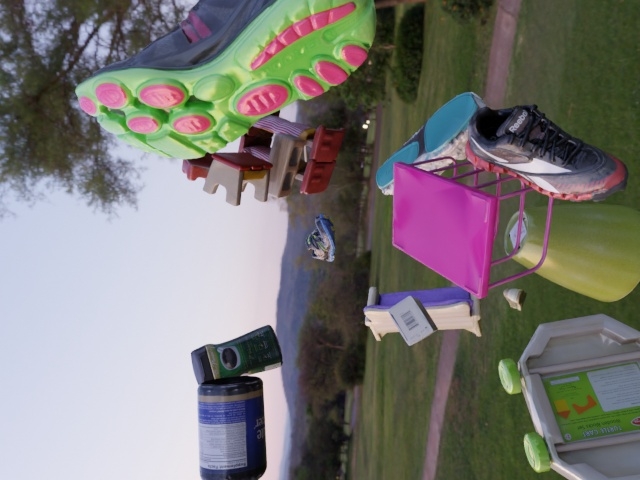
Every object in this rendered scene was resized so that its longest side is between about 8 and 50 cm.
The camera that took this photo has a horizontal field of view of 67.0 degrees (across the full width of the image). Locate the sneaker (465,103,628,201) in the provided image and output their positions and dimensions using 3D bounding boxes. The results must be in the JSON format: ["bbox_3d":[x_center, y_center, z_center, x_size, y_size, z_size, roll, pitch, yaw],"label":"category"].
[{"bbox_3d":[0.359,-0.151,0.798,0.098,0.276,0.135,-52,-37,-10],"label":"sneaker"}]

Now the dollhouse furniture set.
[{"bbox_3d":[-0.124,-0.191,0.979,0.374,0.201,0.152,-19,-50,-62],"label":"dollhouse furniture set"}]

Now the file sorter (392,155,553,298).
[{"bbox_3d":[0.310,-0.052,1.024,0.290,0.182,0.202,38,137,55],"label":"file sorter"}]

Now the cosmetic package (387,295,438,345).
[{"bbox_3d":[0.138,0.118,0.714,0.060,0.041,0.115,59,-170,18],"label":"cosmetic package"}]

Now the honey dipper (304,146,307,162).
[{"bbox_3d":[-0.049,-0.277,1.634,0.030,0.030,0.161,-90,-4,-77],"label":"honey dipper"}]

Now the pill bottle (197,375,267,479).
[{"bbox_3d":[-0.159,0.366,0.876,0.123,0.122,0.220,103,163,-82],"label":"pill bottle"}]

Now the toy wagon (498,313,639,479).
[{"bbox_3d":[0.442,0.283,0.733,0.068,0.266,0.345,73,-173,-56],"label":"toy wagon"}]

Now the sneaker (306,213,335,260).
[{"bbox_3d":[0.000,0.000,1.250,0.188,0.078,0.067,87,-178,-59],"label":"sneaker"}]

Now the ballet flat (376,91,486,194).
[{"bbox_3d":[0.302,-0.236,1.257,0.409,0.146,0.147,-35,45,55],"label":"ballet flat"}]

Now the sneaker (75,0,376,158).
[{"bbox_3d":[-0.147,-0.273,0.734,0.185,0.482,0.202,56,-155,-48],"label":"sneaker"}]

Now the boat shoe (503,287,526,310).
[{"bbox_3d":[0.566,0.168,1.409,0.153,0.048,0.056,26,-98,-59],"label":"boat shoe"}]

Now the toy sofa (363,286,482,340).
[{"bbox_3d":[0.327,0.208,1.554,0.150,0.362,0.177,-76,-32,-42],"label":"toy sofa"}]

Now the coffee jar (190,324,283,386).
[{"bbox_3d":[-0.179,0.252,1.033,0.079,0.184,0.096,118,135,-64],"label":"coffee jar"}]

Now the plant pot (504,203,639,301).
[{"bbox_3d":[0.684,0.007,1.351,0.275,0.293,0.275,-168,90,-86],"label":"plant pot"}]
